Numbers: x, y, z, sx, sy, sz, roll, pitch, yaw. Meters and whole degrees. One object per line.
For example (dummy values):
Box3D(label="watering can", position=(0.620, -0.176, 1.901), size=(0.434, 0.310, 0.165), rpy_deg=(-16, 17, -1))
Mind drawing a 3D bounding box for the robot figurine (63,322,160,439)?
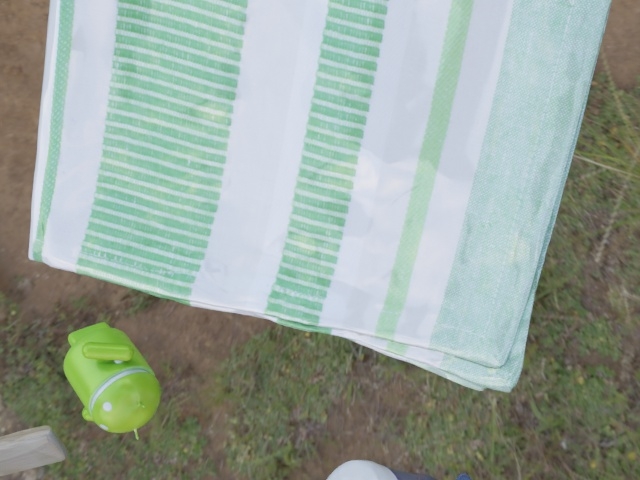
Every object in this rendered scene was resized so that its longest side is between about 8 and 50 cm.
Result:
Box3D(label="robot figurine", position=(-0.189, 0.126, 0.831), size=(0.067, 0.115, 0.101), rpy_deg=(-17, 137, -34))

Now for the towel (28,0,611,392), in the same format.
Box3D(label="towel", position=(-0.019, -0.060, 0.542), size=(0.325, 0.038, 0.248), rpy_deg=(14, 107, 13))

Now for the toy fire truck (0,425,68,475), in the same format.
Box3D(label="toy fire truck", position=(-0.365, 0.211, 0.775), size=(0.158, 0.217, 0.246), rpy_deg=(31, 60, 17))

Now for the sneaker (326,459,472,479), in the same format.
Box3D(label="sneaker", position=(0.109, 0.369, 0.825), size=(0.130, 0.323, 0.236), rpy_deg=(-32, 134, 31))
